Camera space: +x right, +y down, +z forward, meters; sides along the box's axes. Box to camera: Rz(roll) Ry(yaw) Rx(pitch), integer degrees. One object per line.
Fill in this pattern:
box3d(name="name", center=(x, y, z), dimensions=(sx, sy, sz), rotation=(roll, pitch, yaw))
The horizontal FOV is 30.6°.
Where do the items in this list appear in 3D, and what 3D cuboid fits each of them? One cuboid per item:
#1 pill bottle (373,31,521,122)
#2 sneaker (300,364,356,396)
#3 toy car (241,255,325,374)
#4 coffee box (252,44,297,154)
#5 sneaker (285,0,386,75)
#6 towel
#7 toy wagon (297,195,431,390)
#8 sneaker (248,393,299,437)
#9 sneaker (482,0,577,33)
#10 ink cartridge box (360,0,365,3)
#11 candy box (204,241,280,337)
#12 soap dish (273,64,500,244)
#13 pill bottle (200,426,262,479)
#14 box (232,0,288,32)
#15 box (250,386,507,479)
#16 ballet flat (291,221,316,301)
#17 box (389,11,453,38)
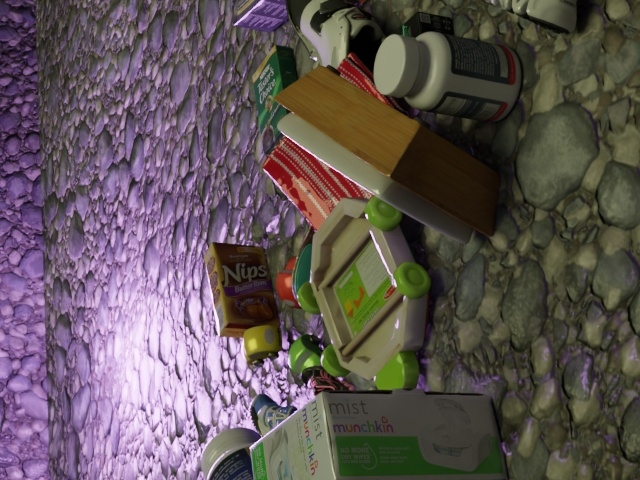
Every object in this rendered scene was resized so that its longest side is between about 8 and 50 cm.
box3d(name="pill bottle", center=(0.169, -0.224, 1.578), dimensions=(0.108, 0.180, 0.107), rotation=(-22, 65, 60))
box3d(name="sneaker", center=(0.003, 0.238, 1.911), dimensions=(0.119, 0.057, 0.047), rotation=(22, 109, 44))
box3d(name="toy car", center=(-0.051, 0.165, 2.033), dimensions=(0.239, 0.053, 0.225), rotation=(-60, 41, 19))
box3d(name="coffee box", center=(-0.082, -0.266, 2.226), dimensions=(0.113, 0.040, 0.184), rotation=(-45, 46, 51))
box3d(name="sneaker", center=(0.044, -0.343, 1.924), dimensions=(0.146, 0.123, 0.330), rotation=(-47, 55, 48))
box3d(name="towel", center=(0.032, -0.137, 1.867), dimensions=(0.199, 0.031, 0.275), rotation=(51, 130, 12))
box3d(name="toy wagon", center=(0.079, 0.108, 1.783), dimensions=(0.267, 0.068, 0.344), rotation=(-52, 51, 46))
box3d(name="sneaker", center=(-0.060, 0.322, 2.043), dimensions=(0.081, 0.080, 0.211), rotation=(-56, 33, 7))
box3d(name="sneaker", center=(0.251, -0.364, 1.549), dimensions=(0.292, 0.110, 0.118), rotation=(38, 111, 50))
box3d(name="ink cartridge box", center=(0.104, -0.568, 1.902), dimensions=(0.261, 0.066, 0.296), rotation=(-21, 67, 60))
box3d(name="candy box", center=(-0.149, 0.094, 2.208), dimensions=(0.053, 0.109, 0.186), rotation=(-56, 39, 43))
box3d(name="soap dish", center=(0.096, -0.124, 1.625), dimensions=(0.291, 0.229, 0.118), rotation=(39, 100, 47))
box3d(name="pill bottle", center=(-0.108, 0.442, 2.007), dimensions=(0.264, 0.153, 0.153), rotation=(46, 125, 56))
box3d(name="box", center=(-0.052, -0.601, 2.167), dimensions=(0.395, 0.097, 0.318), rotation=(157, 117, -62))
box3d(name="box", center=(0.073, 0.294, 1.569), dimensions=(0.231, 0.262, 0.126), rotation=(-44, 48, 50))
box3d(name="ballet flat", center=(0.000, 0.000, 1.993), dimensions=(0.079, 0.077, 0.221), rotation=(-158, 80, -81))
box3d(name="box", center=(0.151, -0.298, 1.756), dimensions=(0.083, 0.062, 0.052), rotation=(-35, 55, 56))
